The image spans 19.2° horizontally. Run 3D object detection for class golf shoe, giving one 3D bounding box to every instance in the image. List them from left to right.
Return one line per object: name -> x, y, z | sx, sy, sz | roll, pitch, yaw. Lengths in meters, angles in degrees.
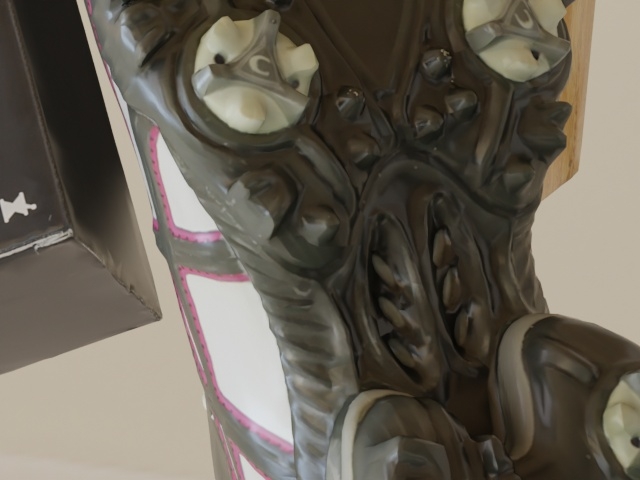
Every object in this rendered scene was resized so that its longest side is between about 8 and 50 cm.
golf shoe -> 0.000, 0.000, 0.392 | 0.105, 0.120, 0.273 | -10, -105, -28

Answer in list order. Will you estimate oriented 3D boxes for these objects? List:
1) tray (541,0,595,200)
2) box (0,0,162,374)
tray -> 0.017, -0.223, 0.772 | 0.203, 0.411, 0.076 | 21, -145, 30
box -> -0.178, -0.074, 0.617 | 0.184, 0.103, 0.261 | -20, -111, 8
